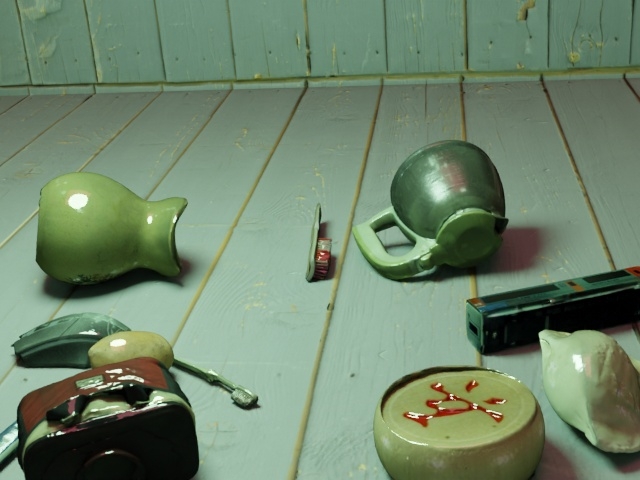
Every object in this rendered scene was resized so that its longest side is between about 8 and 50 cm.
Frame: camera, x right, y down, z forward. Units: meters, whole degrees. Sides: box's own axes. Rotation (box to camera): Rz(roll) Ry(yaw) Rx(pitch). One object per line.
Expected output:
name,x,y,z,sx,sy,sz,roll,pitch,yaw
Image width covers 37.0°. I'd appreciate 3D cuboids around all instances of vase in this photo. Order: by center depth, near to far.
vase,-0.454,-0.018,2.078,0.302,0.241,0.329,4,-5,-12

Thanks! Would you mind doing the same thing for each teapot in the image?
teapot,0.245,-0.058,2.013,0.321,0.240,0.239,-2,36,-10

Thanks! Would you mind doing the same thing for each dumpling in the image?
dumpling,0.439,0.226,1.465,0.179,0.131,0.252,13,30,-18

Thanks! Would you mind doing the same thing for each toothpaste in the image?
toothpaste,-0.486,0.313,1.498,0.057,0.035,0.197,2,26,27

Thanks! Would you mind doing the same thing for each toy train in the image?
toy train,0.463,0.117,1.747,0.409,0.086,0.089,-10,22,-15

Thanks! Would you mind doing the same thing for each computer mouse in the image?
computer mouse,-0.462,0.174,1.770,0.231,0.071,0.126,-1,23,8

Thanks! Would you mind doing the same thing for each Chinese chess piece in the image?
Chinese chess piece,0.201,0.278,1.395,0.249,0.103,0.250,-5,22,2

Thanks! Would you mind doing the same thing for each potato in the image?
potato,-0.323,0.206,1.641,0.147,0.112,0.112,-10,23,-31

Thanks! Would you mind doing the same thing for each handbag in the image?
handbag,-0.306,0.279,1.371,0.254,0.181,0.181,-14,23,-17

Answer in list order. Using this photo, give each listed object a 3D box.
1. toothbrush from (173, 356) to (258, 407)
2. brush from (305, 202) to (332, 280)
toothbrush,-0.211,0.229,1.663,0.294,0.026,0.028,20,48,43
brush,0.000,0.000,2.128,0.050,0.060,0.321,9,24,-2
